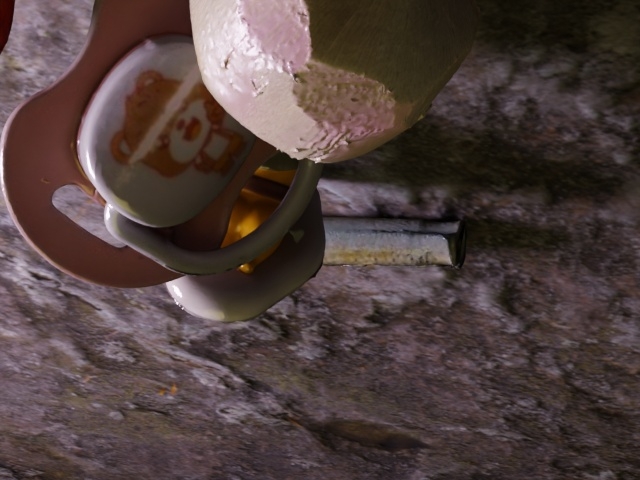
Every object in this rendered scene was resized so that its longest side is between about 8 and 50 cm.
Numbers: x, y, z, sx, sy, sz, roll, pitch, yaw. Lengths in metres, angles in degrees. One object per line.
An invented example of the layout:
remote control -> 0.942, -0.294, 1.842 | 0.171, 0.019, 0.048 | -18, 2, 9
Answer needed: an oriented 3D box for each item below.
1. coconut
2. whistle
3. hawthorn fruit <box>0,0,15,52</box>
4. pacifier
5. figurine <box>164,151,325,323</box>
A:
coconut -> 0.016, -0.185, 1.344 | 0.227, 0.227, 0.230 | 25, 154, -21
whistle -> 0.000, -0.001, 1.819 | 0.326, 0.057, 0.068 | 2, 145, 16
hawthorn fruit -> -0.366, -0.217, 1.459 | 0.205, 0.205, 0.253 | 6, 154, 9
pacifier -> -0.150, -0.114, 1.515 | 0.273, 0.332, 0.220 | 38, -176, 32
figurine -> -0.064, -0.046, 1.629 | 0.166, 0.250, 0.141 | 16, 131, 0
